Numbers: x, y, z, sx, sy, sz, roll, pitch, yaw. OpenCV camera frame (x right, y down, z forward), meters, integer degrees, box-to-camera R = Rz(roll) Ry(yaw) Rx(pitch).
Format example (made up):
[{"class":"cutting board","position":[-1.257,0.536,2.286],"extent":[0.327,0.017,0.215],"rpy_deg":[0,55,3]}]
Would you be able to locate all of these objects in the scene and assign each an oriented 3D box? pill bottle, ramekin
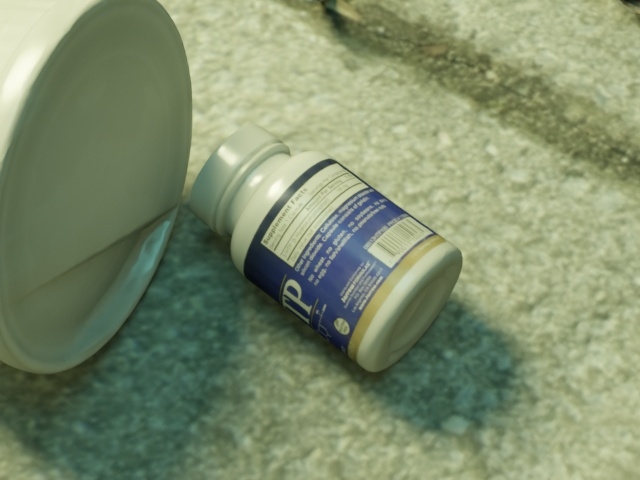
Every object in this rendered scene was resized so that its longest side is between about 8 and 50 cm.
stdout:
[{"class":"pill bottle","position":[0.000,0.000,1.208],"extent":[0.186,0.112,0.112],"rpy_deg":[37,65,18]},{"class":"ramekin","position":[-0.206,-0.052,1.153],"extent":[0.127,0.273,0.273],"rpy_deg":[15,60,20]}]

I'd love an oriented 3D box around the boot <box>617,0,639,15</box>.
[{"class":"boot","position":[0.247,-0.267,1.378],"extent":[0.258,0.095,0.123],"rpy_deg":[24,55,10]}]

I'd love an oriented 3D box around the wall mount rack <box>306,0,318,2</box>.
[{"class":"wall mount rack","position":[-0.058,-0.366,1.336],"extent":[0.350,0.130,0.304],"rpy_deg":[16,102,8]}]
